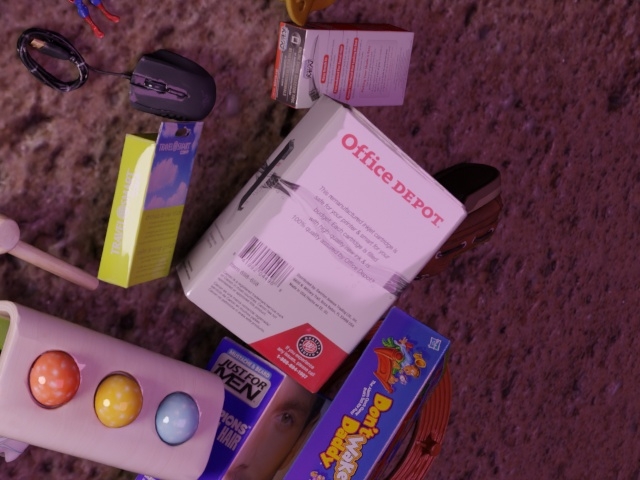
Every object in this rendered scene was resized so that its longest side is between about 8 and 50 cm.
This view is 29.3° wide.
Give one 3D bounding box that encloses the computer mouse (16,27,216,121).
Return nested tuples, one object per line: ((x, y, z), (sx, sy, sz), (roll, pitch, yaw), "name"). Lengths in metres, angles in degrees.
((-0.202, -0.171, 1.269), (0.242, 0.041, 0.071), (9, 102, -41), "computer mouse")

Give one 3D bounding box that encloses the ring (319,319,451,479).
((0.062, 0.270, 1.682), (0.336, 0.032, 0.337), (-16, 116, -35), "ring")

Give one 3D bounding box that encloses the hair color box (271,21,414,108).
((0.027, -0.207, 1.440), (0.167, 0.053, 0.093), (-7, 113, -40), "hair color box")

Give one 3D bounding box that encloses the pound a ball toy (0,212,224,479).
((-0.240, 0.115, 1.250), (0.319, 0.135, 0.208), (27, 72, -41), "pound a ball toy")

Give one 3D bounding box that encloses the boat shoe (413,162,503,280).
((0.125, 0.004, 1.570), (0.307, 0.110, 0.104), (-25, 122, -30), "boat shoe")

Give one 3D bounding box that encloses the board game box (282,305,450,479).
((0.029, 0.262, 1.437), (0.347, 0.078, 0.233), (-57, 168, -10), "board game box")

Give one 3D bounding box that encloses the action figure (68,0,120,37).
((-0.242, -0.253, 1.211), (0.038, 0.030, 0.115), (-46, 129, -10), "action figure")

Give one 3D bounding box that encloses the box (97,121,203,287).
((-0.181, -0.045, 1.306), (0.109, 0.042, 0.178), (-18, 123, -71), "box")

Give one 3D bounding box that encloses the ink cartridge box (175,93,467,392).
((0.000, 0.000, 1.384), (0.197, 0.114, 0.273), (40, 94, -20), "ink cartridge box")

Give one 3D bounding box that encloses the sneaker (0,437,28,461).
((-0.361, 0.195, 1.276), (0.152, 0.053, 0.061), (29, 90, -44), "sneaker")

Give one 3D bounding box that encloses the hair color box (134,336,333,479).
((-0.127, 0.301, 1.456), (0.339, 0.110, 0.185), (-60, 149, -6), "hair color box")

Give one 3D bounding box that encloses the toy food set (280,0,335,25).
((-0.006, -0.349, 1.352), (0.218, 0.071, 0.128), (-66, 157, 4), "toy food set")
